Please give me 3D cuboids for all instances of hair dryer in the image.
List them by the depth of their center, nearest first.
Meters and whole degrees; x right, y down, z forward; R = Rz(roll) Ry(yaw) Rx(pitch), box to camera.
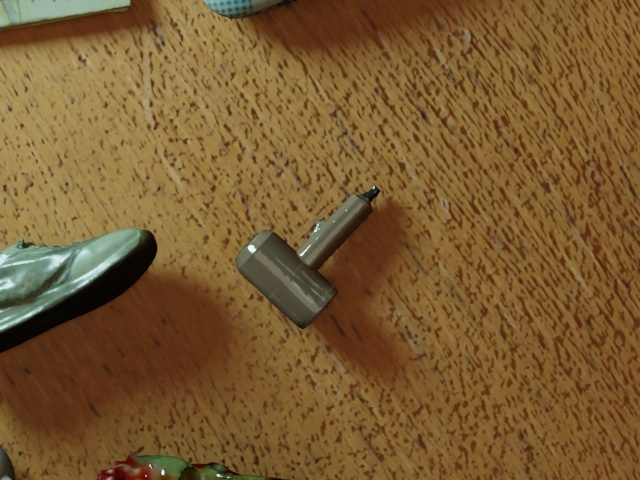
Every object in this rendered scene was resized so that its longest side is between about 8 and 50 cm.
[{"bbox_3d":[0.000,0.000,1.475,0.117,0.064,0.181,44,85,-2],"label":"hair dryer"}]

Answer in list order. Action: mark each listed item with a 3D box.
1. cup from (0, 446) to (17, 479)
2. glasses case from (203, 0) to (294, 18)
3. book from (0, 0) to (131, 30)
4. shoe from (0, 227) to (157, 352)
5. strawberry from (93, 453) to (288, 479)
[{"bbox_3d":[-0.428,0.290,1.449,0.142,0.134,0.173,38,92,-5],"label":"cup"},{"bbox_3d":[0.010,-0.350,1.436,0.328,0.076,0.125,-20,93,0],"label":"glasses case"},{"bbox_3d":[-0.373,-0.335,1.456,0.290,0.026,0.201,-11,93,1],"label":"book"},{"bbox_3d":[-0.316,0.045,1.451,0.275,0.103,0.098,-24,81,-1],"label":"shoe"},{"bbox_3d":[-0.138,0.415,1.421,0.318,0.295,0.345,-4,128,-17],"label":"strawberry"}]
